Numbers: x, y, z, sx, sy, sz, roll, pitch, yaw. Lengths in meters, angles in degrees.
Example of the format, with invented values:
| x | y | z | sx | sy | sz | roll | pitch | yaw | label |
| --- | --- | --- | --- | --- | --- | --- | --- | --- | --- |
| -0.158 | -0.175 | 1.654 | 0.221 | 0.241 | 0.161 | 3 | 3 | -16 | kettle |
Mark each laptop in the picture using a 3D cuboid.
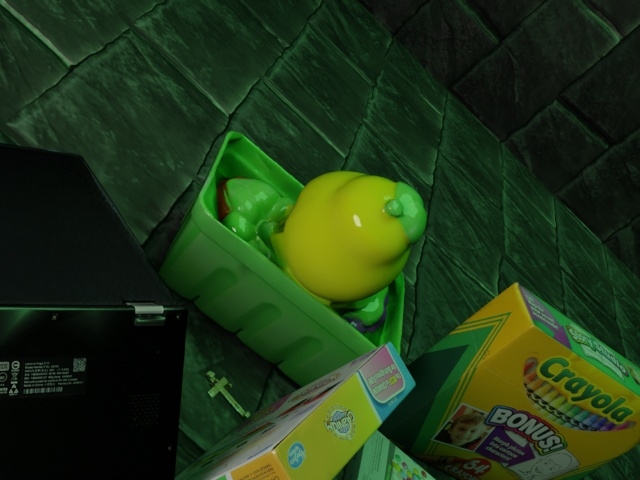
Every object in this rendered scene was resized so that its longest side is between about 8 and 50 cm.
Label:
| x | y | z | sx | sy | sz | roll | pitch | yaw | label |
| --- | --- | --- | --- | --- | --- | --- | --- | --- | --- |
| -0.338 | 0.101 | 0.765 | 0.382 | 0.236 | 0.407 | 4 | 89 | -42 | laptop |

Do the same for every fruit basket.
| x | y | z | sx | sy | sz | roll | pitch | yaw | label |
| --- | --- | --- | --- | --- | --- | --- | --- | --- | --- |
| 0.000 | 0.000 | 1.253 | 0.392 | 0.392 | 0.283 | 39 | 28 | -17 | fruit basket |

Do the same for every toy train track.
| x | y | z | sx | sy | sz | roll | pitch | yaw | label |
| --- | --- | --- | --- | --- | --- | --- | --- | --- | --- |
| -0.121 | 0.205 | 1.188 | 0.083 | 0.014 | 0.048 | 49 | 27 | 0 | toy train track |

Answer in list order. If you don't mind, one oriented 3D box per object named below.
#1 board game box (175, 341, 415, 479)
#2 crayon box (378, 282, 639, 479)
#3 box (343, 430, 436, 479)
| x | y | z | sx | sy | sz | roll | pitch | yaw | label |
| --- | --- | --- | --- | --- | --- | --- | --- | --- | --- |
| -0.052 | 0.237 | 0.995 | 0.064 | 0.242 | 0.316 | 59 | 28 | 2 | board game box |
| 0.324 | 0.267 | 1.429 | 0.363 | 0.313 | 0.106 | 32 | 31 | -29 | crayon box |
| 0.115 | 0.373 | 1.288 | 0.186 | 0.038 | 0.145 | 43 | 28 | -12 | box |
